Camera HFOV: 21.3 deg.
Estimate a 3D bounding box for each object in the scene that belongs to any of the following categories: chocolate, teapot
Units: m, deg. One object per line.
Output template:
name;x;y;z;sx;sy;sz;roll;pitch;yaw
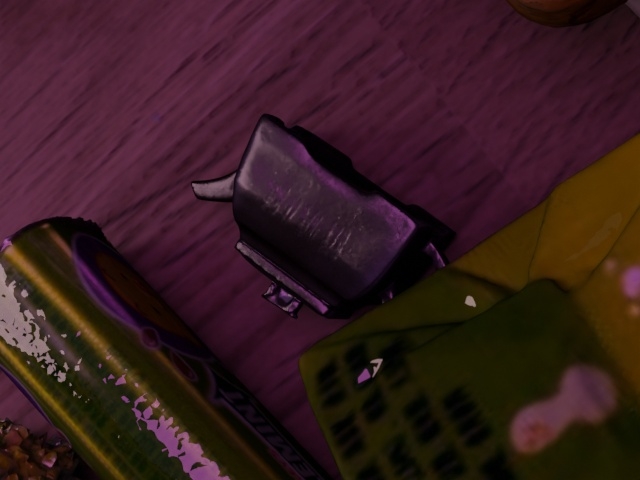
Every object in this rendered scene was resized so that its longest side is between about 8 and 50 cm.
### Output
chocolate;0.172;0.112;0.866;0.288;0.137;0.301;-35;45;9
teapot;0.000;0.000;1.013;0.177;0.087;0.096;35;97;17

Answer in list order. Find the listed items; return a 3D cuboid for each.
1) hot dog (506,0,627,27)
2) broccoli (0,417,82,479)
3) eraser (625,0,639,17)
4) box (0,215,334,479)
hot dog;0.181;-0.232;0.881;0.256;0.150;0.153;-32;86;11
broccoli;-0.217;0.191;0.991;0.219;0.194;0.194;2;83;22
eraser;0.213;-0.257;0.989;0.213;0.082;0.397;-43;74;6
box;-0.056;0.135;0.984;0.097;0.134;0.345;-46;72;5
